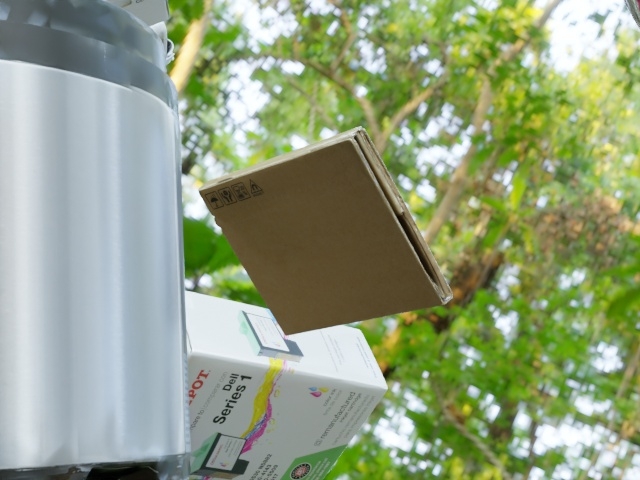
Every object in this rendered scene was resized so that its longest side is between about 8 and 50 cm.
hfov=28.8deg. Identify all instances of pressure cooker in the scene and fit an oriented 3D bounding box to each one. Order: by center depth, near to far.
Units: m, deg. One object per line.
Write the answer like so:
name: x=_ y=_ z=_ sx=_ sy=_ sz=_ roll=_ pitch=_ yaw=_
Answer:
pressure cooker: x=-0.271 y=-0.008 z=0.853 sx=0.370 sy=0.420 sz=0.375 roll=-10 pitch=-11 yaw=42

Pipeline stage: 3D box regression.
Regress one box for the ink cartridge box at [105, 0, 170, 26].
ink cartridge box: x=-0.270 y=-0.315 z=1.456 sx=0.175 sy=0.127 sz=0.072 roll=59 pitch=-15 yaw=30

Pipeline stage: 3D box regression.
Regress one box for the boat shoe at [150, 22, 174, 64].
boat shoe: x=-0.237 y=-0.264 z=1.755 sx=0.184 sy=0.063 sz=0.066 roll=93 pitch=-27 yaw=-71

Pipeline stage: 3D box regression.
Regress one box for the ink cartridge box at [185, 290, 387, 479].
ink cartridge box: x=-0.094 y=0.190 z=1.513 sx=0.278 sy=0.117 sz=0.201 roll=15 pitch=-58 yaw=-32

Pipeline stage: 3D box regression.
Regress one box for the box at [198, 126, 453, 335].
box: x=0.000 y=0.000 z=1.077 sx=0.201 sy=0.021 sz=0.164 roll=-15 pitch=-69 yaw=45

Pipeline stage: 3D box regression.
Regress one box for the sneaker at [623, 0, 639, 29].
sneaker: x=0.333 y=-0.287 z=1.240 sx=0.103 sy=0.111 sz=0.252 roll=-16 pitch=-50 yaw=7
